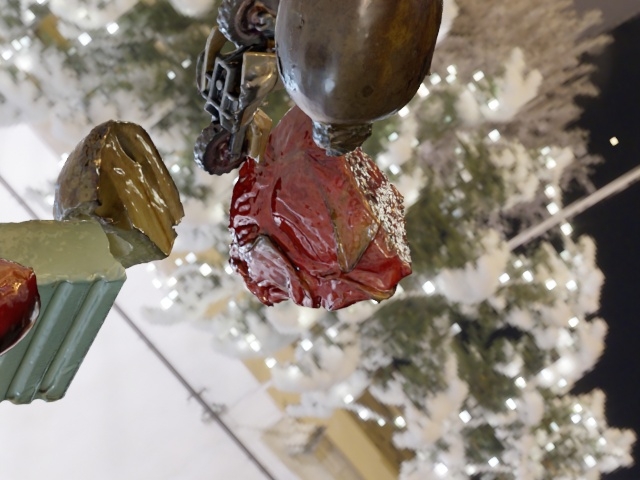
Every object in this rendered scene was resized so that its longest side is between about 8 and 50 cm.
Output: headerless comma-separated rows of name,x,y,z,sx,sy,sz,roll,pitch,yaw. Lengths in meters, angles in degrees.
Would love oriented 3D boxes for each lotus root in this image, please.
lotus root,-0.339,-0.066,1.832,0.142,0.314,0.210,-3,-124,15
lotus root,0.023,-0.154,0.825,0.120,0.120,0.209,-74,177,-58

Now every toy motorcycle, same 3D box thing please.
toy motorcycle,-0.061,-0.169,1.180,0.130,0.229,0.094,-21,-131,-39

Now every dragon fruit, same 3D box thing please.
dragon fruit,0.000,0.000,1.692,0.330,0.240,0.302,-44,-124,35

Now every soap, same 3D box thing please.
soap,-0.246,0.065,0.946,0.198,0.114,0.063,-54,-131,43

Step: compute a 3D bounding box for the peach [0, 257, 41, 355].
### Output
peach,-0.313,0.063,0.763,0.267,0.154,0.159,-40,-168,16
